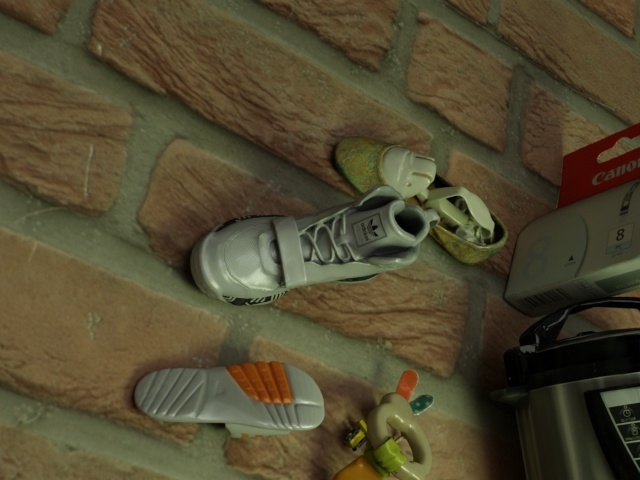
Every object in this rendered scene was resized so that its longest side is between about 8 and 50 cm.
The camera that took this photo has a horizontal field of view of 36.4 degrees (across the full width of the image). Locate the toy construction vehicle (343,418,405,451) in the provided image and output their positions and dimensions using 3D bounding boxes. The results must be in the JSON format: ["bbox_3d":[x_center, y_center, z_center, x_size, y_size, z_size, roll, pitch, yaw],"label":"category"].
[{"bbox_3d":[0.087,0.307,1.511,0.098,0.035,0.086,-42,99,-30],"label":"toy construction vehicle"}]

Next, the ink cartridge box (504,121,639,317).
[{"bbox_3d":[0.502,-0.070,1.759,0.091,0.308,0.385,31,58,-24],"label":"ink cartridge box"}]

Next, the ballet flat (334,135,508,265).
[{"bbox_3d":[0.184,-0.080,1.659,0.348,0.123,0.123,36,57,-20],"label":"ballet flat"}]

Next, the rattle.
[{"bbox_3d":[0.096,0.303,1.481,0.130,0.143,0.200,24,31,-14],"label":"rattle"}]

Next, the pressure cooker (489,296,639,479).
[{"bbox_3d":[0.500,0.301,1.603,0.369,0.375,0.421,11,67,-48],"label":"pressure cooker"}]

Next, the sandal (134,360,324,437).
[{"bbox_3d":[-0.128,0.226,1.365,0.265,0.076,0.102,5,55,-13],"label":"sandal"}]

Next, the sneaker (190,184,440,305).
[{"bbox_3d":[0.000,0.000,1.438,0.365,0.210,0.137,-6,78,-37],"label":"sneaker"}]
